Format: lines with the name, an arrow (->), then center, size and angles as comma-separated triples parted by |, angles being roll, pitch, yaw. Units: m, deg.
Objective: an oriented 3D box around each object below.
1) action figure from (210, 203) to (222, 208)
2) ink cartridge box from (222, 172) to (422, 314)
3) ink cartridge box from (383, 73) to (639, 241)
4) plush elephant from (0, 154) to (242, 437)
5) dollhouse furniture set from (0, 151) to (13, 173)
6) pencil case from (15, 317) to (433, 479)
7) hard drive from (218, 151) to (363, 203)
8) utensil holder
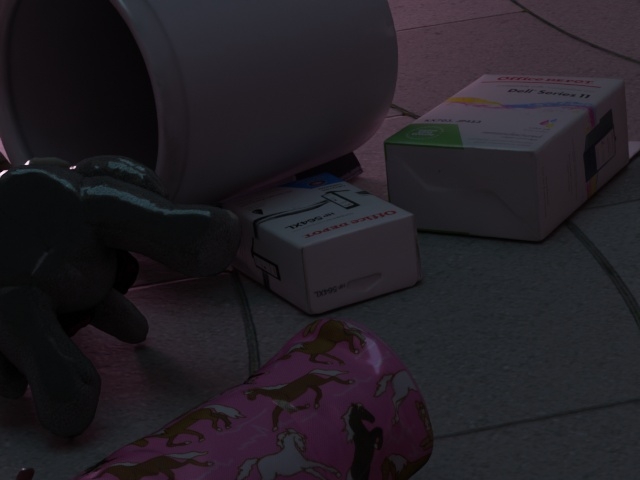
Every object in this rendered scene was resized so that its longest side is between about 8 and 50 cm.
action figure -> -0.235, -0.023, 2.078 | 0.232, 0.063, 0.137 | 14, 31, 35
ink cartridge box -> 0.000, 0.000, 1.912 | 0.148, 0.086, 0.203 | -17, 22, -25
ink cartridge box -> 0.251, -0.122, 2.107 | 0.207, 0.119, 0.353 | 6, 24, 30
plush elephant -> -0.270, 0.035, 1.733 | 0.330, 0.272, 0.255 | 32, -10, 10
dollhouse furniture set -> -0.431, -0.006, 1.917 | 0.197, 0.151, 0.301 | -24, 11, -14
pencil case -> -0.083, 0.196, 1.328 | 0.386, 0.167, 0.160 | -25, -5, -41
hard drive -> -0.091, -0.098, 2.244 | 0.254, 0.054, 0.172 | 9, 26, 35
utensil holder -> -0.146, -0.201, 2.004 | 0.327, 0.328, 0.385 | 13, 24, 42
